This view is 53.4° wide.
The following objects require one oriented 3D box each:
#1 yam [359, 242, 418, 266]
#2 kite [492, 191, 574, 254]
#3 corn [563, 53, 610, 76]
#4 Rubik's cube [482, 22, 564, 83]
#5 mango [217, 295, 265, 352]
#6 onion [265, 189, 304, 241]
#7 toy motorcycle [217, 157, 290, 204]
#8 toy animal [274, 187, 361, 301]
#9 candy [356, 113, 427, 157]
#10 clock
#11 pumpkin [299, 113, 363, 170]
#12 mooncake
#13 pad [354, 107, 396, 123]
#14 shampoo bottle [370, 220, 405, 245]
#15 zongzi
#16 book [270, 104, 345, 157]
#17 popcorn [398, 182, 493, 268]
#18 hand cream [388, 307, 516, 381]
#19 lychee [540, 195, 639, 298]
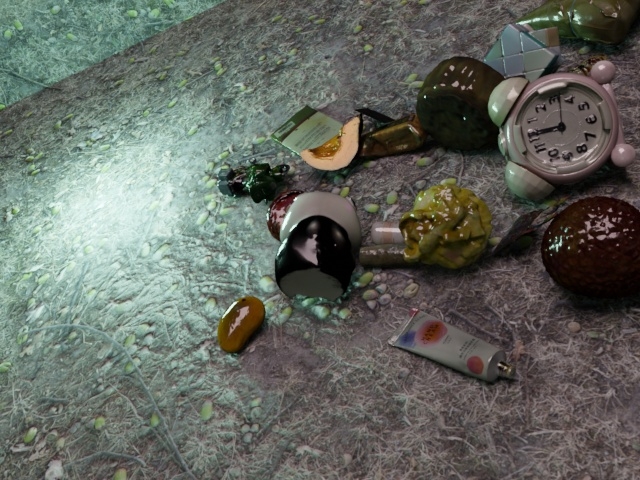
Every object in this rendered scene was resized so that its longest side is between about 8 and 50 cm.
[{"bbox_3d":[0.195,0.042,1.818,0.169,0.068,0.068,-1,51,26],"label":"yam"},{"bbox_3d":[0.542,-0.047,1.619,0.015,0.285,0.152,41,68,0],"label":"kite"},{"bbox_3d":[0.792,-0.494,1.983,0.253,0.086,0.086,-34,44,-7],"label":"corn"},{"bbox_3d":[0.642,-0.577,2.017,0.224,0.265,0.213,43,34,14],"label":"Rubik's cube"},{"bbox_3d":[-0.235,0.239,1.848,0.115,0.090,0.178,31,77,34],"label":"mango"},{"bbox_3d":[-0.083,-0.065,2.019,0.183,0.147,0.184,0,76,-2],"label":"onion"},{"bbox_3d":[-0.247,-0.204,2.236,0.274,0.125,0.187,-1,41,29],"label":"toy motorcycle"},{"bbox_3d":[0.000,0.000,1.835,0.250,0.251,0.310,-7,55,21],"label":"toy animal"},{"bbox_3d":[0.238,-0.343,2.121,0.271,0.101,0.143,-9,37,34],"label":"candy"},{"bbox_3d":[0.645,-0.302,1.737,0.325,0.184,0.342,-15,86,12],"label":"clock"},{"bbox_3d":[0.074,-0.301,2.180,0.254,0.130,0.149,-33,73,2],"label":"pumpkin"},{"bbox_3d":[0.436,-0.410,1.945,0.290,0.290,0.161,16,61,37],"label":"mooncake"},{"bbox_3d":[0.189,-0.428,2.173,0.116,0.004,0.193,25,19,11],"label":"pad"},{"bbox_3d":[0.244,-0.018,1.840,0.192,0.074,0.074,1,51,21],"label":"shampoo bottle"},{"bbox_3d":[0.913,-0.816,2.160,0.356,0.174,0.393,-44,39,-21],"label":"zongzi"},{"bbox_3d":[-0.041,-0.398,2.366,0.201,0.026,0.289,-40,45,-11],"label":"book"},{"bbox_3d":[0.338,-0.038,1.695,0.259,0.259,0.212,-59,9,-27],"label":"popcorn"},{"bbox_3d":[0.322,0.259,1.558,0.340,0.078,0.124,20,63,44],"label":"hand cream"},{"bbox_3d":[0.647,0.020,1.471,0.260,0.261,0.261,-14,46,15],"label":"lychee"}]
